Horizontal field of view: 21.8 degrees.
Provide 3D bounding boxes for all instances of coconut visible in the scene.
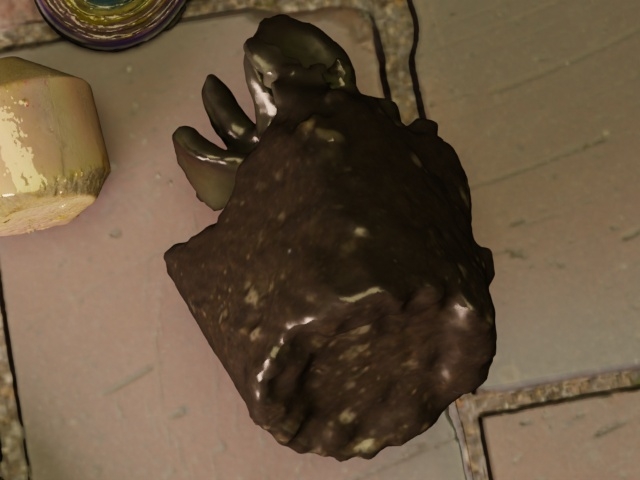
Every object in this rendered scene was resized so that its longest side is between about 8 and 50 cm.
[{"bbox_3d":[-0.215,-0.073,1.194,0.116,0.116,0.122,-14,80,-5],"label":"coconut"}]

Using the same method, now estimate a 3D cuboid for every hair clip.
[{"bbox_3d":[-0.169,-0.204,1.253,0.172,0.049,0.116,24,94,-7],"label":"hair clip"}]

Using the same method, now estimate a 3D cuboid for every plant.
[{"bbox_3d":[0.000,0.000,1.137,0.188,0.199,0.276,-42,44,26],"label":"plant"}]

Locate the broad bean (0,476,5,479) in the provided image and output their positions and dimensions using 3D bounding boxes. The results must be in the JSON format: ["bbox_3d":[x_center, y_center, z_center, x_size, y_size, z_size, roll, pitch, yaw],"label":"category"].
[{"bbox_3d":[-0.233,0.188,1.181,0.318,0.056,0.098,16,74,-5],"label":"broad bean"}]
